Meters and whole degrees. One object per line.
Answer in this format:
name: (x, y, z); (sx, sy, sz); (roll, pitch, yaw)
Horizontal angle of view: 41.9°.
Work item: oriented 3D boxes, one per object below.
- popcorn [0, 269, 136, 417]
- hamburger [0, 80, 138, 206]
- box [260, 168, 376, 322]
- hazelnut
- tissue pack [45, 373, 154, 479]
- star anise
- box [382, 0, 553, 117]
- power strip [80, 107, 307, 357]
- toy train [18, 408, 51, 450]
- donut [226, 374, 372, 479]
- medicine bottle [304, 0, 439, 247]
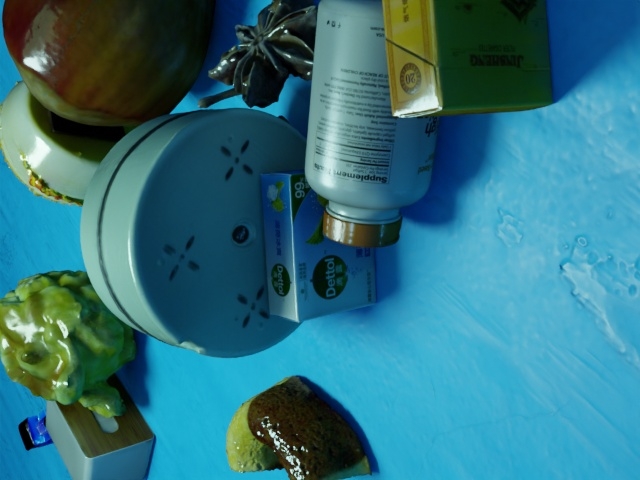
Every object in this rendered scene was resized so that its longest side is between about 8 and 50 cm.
popcorn: (-0.534, 0.205, 1.784); (0.335, 0.274, 0.279); (18, 79, 11)
hamburger: (-0.479, -0.199, 1.609); (0.179, 0.276, 0.294); (-33, 66, 39)
box: (0.000, -0.001, 1.127); (0.073, 0.139, 0.194); (9, 105, 52)
hazelnut: (-0.333, -0.355, 1.350); (0.366, 0.366, 0.366); (15, 110, 51)
tissue pack: (-0.500, 0.426, 1.868); (0.246, 0.159, 0.136); (44, 131, 38)
star anise: (-0.076, -0.258, 1.181); (0.231, 0.089, 0.209); (-12, 51, 48)
box: (0.145, -0.266, 0.847); (0.076, 0.174, 0.274); (1, 99, 54)
power strip: (-0.142, -0.023, 1.163); (0.161, 0.357, 0.357); (8, 104, 51)
toy train: (-0.681, 0.471, 2.137); (0.204, 0.131, 0.083); (-36, 68, 50)
donut: (-0.058, 0.296, 1.294); (0.295, 0.112, 0.151); (-12, 90, 52)
medicine bottle: (0.063, -0.141, 0.999); (0.157, 0.157, 0.289); (27, 119, 47)
